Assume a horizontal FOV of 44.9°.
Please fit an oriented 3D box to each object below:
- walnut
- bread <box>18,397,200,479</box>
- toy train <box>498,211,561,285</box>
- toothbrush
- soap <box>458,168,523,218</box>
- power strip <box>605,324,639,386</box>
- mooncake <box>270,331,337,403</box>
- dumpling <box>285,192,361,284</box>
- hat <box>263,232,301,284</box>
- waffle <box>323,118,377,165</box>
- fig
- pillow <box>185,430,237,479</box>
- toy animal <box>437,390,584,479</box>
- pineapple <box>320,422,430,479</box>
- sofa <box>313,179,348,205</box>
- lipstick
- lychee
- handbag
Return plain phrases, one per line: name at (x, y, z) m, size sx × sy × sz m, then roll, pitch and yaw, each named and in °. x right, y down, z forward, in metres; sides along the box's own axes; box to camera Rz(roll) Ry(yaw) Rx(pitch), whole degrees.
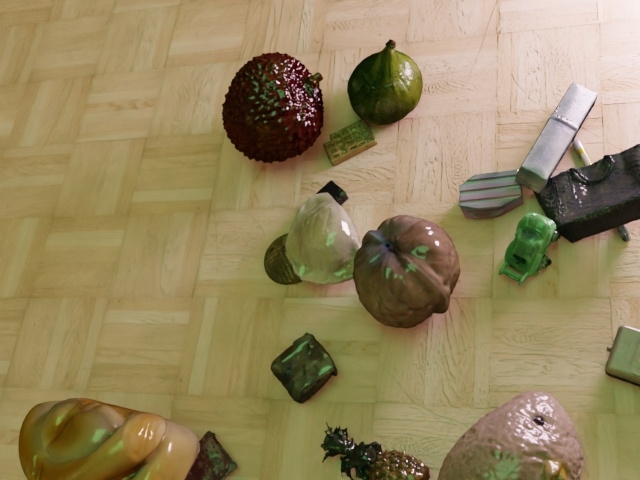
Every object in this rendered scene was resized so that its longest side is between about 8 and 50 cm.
walnut at (0.192, 0.072, 1.707) m, size 0.248 × 0.248 × 0.249 m, roll -8°, pitch 62°, yaw 15°
bread at (-0.458, 0.448, 1.678) m, size 0.423 × 0.245 × 0.329 m, roll -2°, pitch 26°, yaw 45°
toy train at (0.461, 0.017, 1.715) m, size 0.099 × 0.081 × 0.149 m, roll 31°, pitch 119°, yaw 32°
toothbrush at (0.640, -0.121, 1.769) m, size 0.021 × 0.024 × 0.288 m, roll -25°, pitch 59°, yaw 15°
soap at (0.400, -0.106, 1.824) m, size 0.149 × 0.056 × 0.100 m, roll -7°, pitch 61°, yaw 15°
power strip at (0.697, 0.255, 1.536) m, size 0.256 × 0.070 × 0.105 m, roll 17°, pitch 71°, yaw 26°
mooncake at (-0.037, 0.291, 1.762) m, size 0.130 × 0.073 × 0.125 m, roll -37°, pitch 56°, yaw -4°
dumpling at (0.000, 0.000, 1.859) m, size 0.179 × 0.131 × 0.252 m, roll -27°, pitch 65°, yaw 8°
hat at (-0.083, 0.031, 1.911) m, size 0.145 × 0.067 × 0.146 m, roll -8°, pitch 62°, yaw 15°
waffle at (0.074, -0.260, 2.032) m, size 0.135 × 0.021 × 0.092 m, roll -25°, pitch 61°, yaw 4°
fig at (0.154, -0.416, 1.960) m, size 0.203 × 0.235 × 0.203 m, roll -5°, pitch 65°, yaw 12°
pillow at (-0.281, 0.532, 1.742) m, size 0.185 × 0.043 × 0.118 m, roll -41°, pitch 62°, yaw -8°
toy animal at (0.360, 0.454, 1.482) m, size 0.358 × 0.188 × 0.226 m, roll -43°, pitch 54°, yaw -5°
pineapple at (0.105, 0.469, 1.613) m, size 0.251 × 0.125 × 0.125 m, roll 21°, pitch 73°, yaw 32°
sofa at (0.008, -0.091, 1.959) m, size 0.118 × 0.039 × 0.060 m, roll -44°, pitch 61°, yaw -7°
lipstick at (0.548, -0.239, 1.802) m, size 0.076 × 0.077 × 0.290 m, roll 32°, pitch 68°, yaw 13°
lychee at (-0.119, -0.342, 1.997) m, size 0.304 × 0.275 × 0.276 m, roll -32°, pitch 56°, yaw 25°
handbag at (0.614, -0.106, 1.721) m, size 0.270 × 0.088 × 0.175 m, roll -22°, pitch 50°, yaw 25°
